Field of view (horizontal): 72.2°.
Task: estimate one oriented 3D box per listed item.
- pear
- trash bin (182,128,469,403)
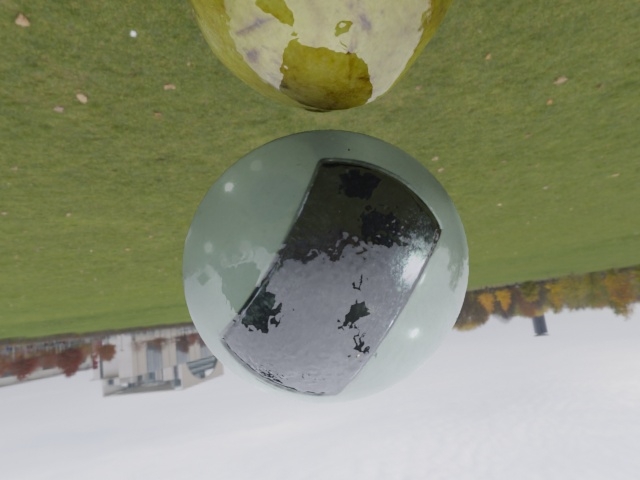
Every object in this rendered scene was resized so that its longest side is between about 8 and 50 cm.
[{"bbox_3d":[-0.006,-0.299,0.482,0.304,0.303,0.304,-7,171,-1],"label":"pear"},{"bbox_3d":[0.000,0.000,0.573,0.281,0.280,0.432,-7,-166,-1],"label":"trash bin"}]
